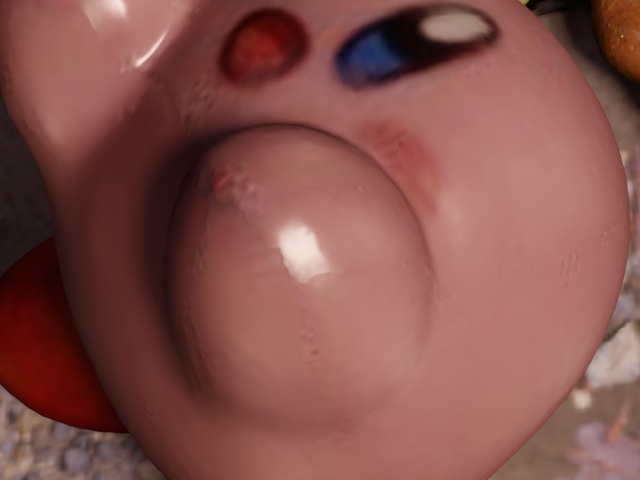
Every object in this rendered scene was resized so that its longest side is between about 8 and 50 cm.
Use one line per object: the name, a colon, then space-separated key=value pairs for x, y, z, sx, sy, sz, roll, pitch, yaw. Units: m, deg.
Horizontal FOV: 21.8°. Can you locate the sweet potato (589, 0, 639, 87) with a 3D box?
sweet potato: x=0.137 y=-0.095 z=0.726 sx=0.044 sy=0.044 sz=0.179 roll=-22 pitch=54 yaw=7

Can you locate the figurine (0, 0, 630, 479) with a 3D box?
figurine: x=0.004 y=0.004 z=0.633 sx=0.211 sy=0.261 sz=0.270 roll=-21 pitch=49 yaw=-26

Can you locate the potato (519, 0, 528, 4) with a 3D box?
potato: x=0.110 y=-0.188 z=0.762 sx=0.198 sy=0.054 sz=0.119 roll=-53 pitch=34 yaw=-11
